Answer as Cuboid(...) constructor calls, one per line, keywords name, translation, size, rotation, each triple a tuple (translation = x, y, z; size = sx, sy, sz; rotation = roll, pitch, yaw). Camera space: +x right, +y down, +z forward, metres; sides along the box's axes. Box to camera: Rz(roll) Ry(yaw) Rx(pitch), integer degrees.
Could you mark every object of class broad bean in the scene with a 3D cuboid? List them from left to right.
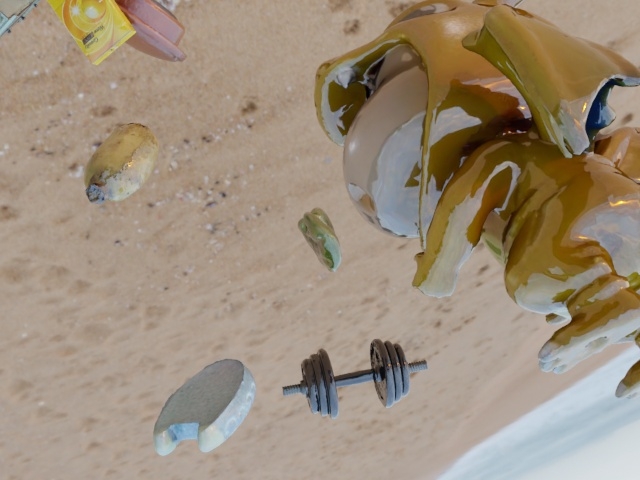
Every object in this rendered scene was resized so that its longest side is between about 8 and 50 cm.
Cuboid(name="broad bean", translation=(0.002, -0.002, 1.535), size=(0.072, 0.153, 0.207), rotation=(-29, -161, 3))

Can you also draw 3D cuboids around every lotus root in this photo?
Cuboid(name="lotus root", translation=(-0.539, -0.200, 1.866), size=(0.160, 0.284, 0.146), rotation=(-18, 123, 36))

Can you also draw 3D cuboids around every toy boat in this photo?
Cuboid(name="toy boat", translation=(-0.271, 0.430, 1.729), size=(0.215, 0.123, 0.330), rotation=(-13, -160, 19))

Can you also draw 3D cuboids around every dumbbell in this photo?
Cuboid(name="dumbbell", translation=(0.050, 0.193, 0.972), size=(0.208, 0.099, 0.099), rotation=(-9, 154, -8))

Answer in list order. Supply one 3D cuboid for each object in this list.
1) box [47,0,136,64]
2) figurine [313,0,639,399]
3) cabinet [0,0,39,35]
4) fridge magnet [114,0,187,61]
Cuboid(name="box", translation=(-0.640, -0.634, 1.880), size=(0.152, 0.269, 0.043), rotation=(-35, -178, 15))
Cuboid(name="figurine", translation=(0.200, -0.067, 0.613), size=(0.400, 0.387, 0.268), rotation=(4, 131, -32))
Cuboid(name="cabinet", translation=(-0.617, -0.456, 1.277), size=(0.145, 0.206, 0.150), rotation=(-28, 121, 30))
Cuboid(name="fridge magnet", translation=(-0.563, -0.677, 2.128), size=(0.155, 0.363, 0.363), rotation=(-56, 151, 4))
